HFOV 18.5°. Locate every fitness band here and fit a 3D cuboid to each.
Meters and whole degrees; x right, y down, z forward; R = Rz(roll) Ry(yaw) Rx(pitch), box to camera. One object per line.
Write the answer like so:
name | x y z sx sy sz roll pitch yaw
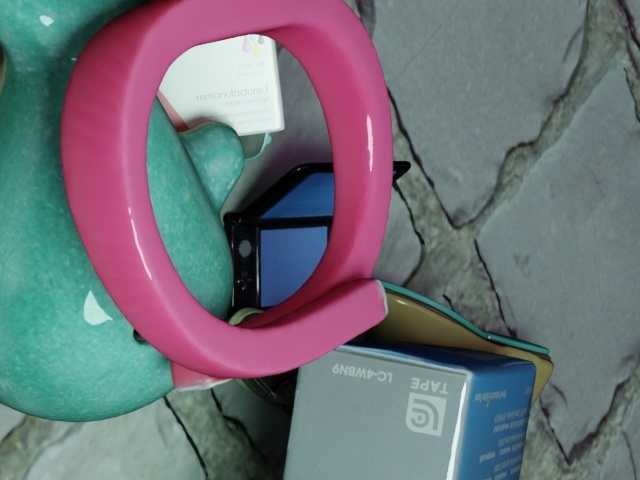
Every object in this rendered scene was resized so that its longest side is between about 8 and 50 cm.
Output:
fitness band | -0.036 -0.036 1.067 0.291 0.054 0.209 -23 104 -58

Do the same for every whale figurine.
whale figurine | -0.126 -0.024 1.075 0.216 0.141 0.272 -12 121 -30

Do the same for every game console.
game console | 0.000 0.000 1.323 0.122 0.071 0.107 -3 95 -49

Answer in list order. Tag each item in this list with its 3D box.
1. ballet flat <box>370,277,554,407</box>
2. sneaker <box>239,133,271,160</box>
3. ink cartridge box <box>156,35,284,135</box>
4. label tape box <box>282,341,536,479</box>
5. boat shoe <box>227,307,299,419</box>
ballet flat | 0.098 0.089 1.439 0.232 0.080 0.073 24 86 -49
sneaker | -0.078 -0.126 1.246 0.076 0.065 0.167 -21 106 -29
ink cartridge box | -0.090 -0.159 1.168 0.067 0.115 0.198 -108 -169 -79
label tape box | 0.041 0.239 1.236 0.249 0.115 0.348 10 90 -75
boat shoe | -0.011 0.093 1.322 0.152 0.049 0.056 42 70 -48
